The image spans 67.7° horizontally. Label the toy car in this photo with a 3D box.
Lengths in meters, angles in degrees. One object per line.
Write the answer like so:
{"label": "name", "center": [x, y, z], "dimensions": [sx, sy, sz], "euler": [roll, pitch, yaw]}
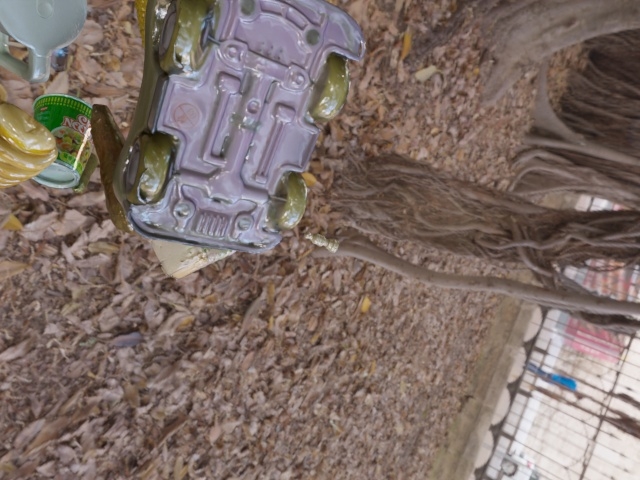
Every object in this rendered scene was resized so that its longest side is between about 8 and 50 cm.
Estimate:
{"label": "toy car", "center": [-0.128, -0.172, 0.638], "dimensions": [0.242, 0.226, 0.335], "euler": [9, 110, -32]}

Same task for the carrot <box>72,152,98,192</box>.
{"label": "carrot", "center": [-0.877, -0.247, 1.760], "dimensions": [0.074, 0.358, 0.074], "euler": [-8, 119, -14]}

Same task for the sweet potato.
{"label": "sweet potato", "center": [-0.347, -0.122, 0.825], "dimensions": [0.075, 0.273, 0.075], "euler": [-22, 158, -9]}

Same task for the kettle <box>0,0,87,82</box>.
{"label": "kettle", "center": [-0.719, -0.548, 1.088], "dimensions": [0.265, 0.318, 0.205], "euler": [-58, 155, -2]}

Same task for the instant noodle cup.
{"label": "instant noodle cup", "center": [-0.787, -0.288, 1.447], "dimensions": [0.207, 0.207, 0.232], "euler": [48, 35, -56]}

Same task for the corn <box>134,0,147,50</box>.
{"label": "corn", "center": [-0.219, -0.429, 0.717], "dimensions": [0.144, 0.144, 0.387], "euler": [-39, 161, -39]}

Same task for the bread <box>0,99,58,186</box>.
{"label": "bread", "center": [-0.656, -0.186, 0.960], "dimensions": [0.173, 0.311, 0.121], "euler": [45, 57, -34]}

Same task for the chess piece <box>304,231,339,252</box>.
{"label": "chess piece", "center": [0.000, 0.000, 1.215], "dimensions": [0.092, 0.035, 0.035], "euler": [21, 91, -23]}

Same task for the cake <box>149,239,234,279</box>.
{"label": "cake", "center": [-0.245, -0.006, 1.026], "dimensions": [0.109, 0.090, 0.225], "euler": [60, 32, -1]}

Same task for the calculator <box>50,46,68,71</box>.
{"label": "calculator", "center": [-0.853, -0.635, 1.497], "dimensions": [0.051, 0.293, 0.172], "euler": [-31, 109, -23]}
